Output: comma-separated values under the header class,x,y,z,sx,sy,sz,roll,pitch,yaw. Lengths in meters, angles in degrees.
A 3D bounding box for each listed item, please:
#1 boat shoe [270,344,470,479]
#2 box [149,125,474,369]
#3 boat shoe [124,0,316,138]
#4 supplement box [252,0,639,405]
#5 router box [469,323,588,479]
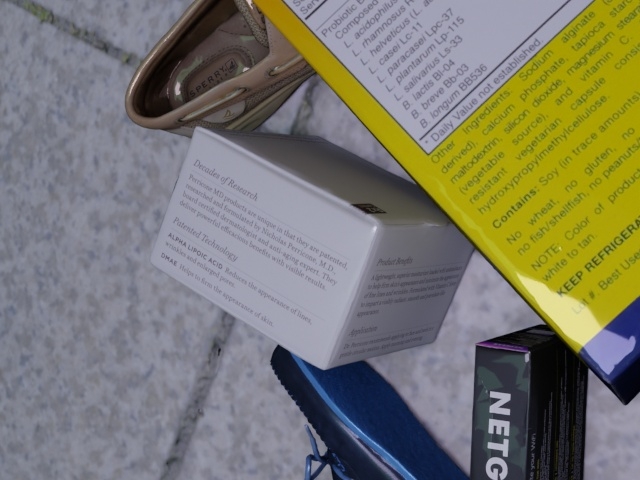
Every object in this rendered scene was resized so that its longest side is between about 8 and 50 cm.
class,x,y,z,sx,sy,sz,roll,pitch,yaw
boat shoe,0.039,0.187,0.941,0.258,0.109,0.089,49,118,22
box,0.000,0.000,0.909,0.181,0.181,0.119,29,106,27
boat shoe,-0.026,-0.196,0.957,0.341,0.110,0.122,-42,71,26
supplement box,0.149,-0.091,0.780,0.194,0.195,0.356,-42,70,5
router box,0.154,0.157,0.851,0.046,0.133,0.179,4,94,30
